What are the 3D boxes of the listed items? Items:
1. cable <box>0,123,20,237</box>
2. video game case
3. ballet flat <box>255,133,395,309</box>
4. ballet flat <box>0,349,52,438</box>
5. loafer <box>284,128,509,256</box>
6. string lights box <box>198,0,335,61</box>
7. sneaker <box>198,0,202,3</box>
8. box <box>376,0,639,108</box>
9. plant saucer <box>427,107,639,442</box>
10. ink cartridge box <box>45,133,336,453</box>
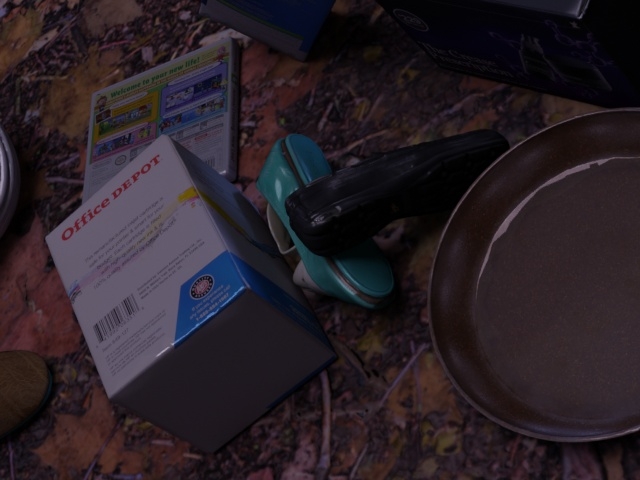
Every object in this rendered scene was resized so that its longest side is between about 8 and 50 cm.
[{"bbox_3d":[-0.497,-0.073,1.608,0.257,0.089,0.257,39,77,2],"label":"cable"},{"bbox_3d":[-0.187,-0.124,1.547,0.212,0.023,0.193,-18,56,27],"label":"video game case"},{"bbox_3d":[0.000,0.000,1.320,0.087,0.083,0.247,-55,43,29],"label":"ballet flat"},{"bbox_3d":[-0.469,0.188,1.497,0.342,0.124,0.116,-17,56,26],"label":"ballet flat"},{"bbox_3d":[0.072,-0.059,1.251,0.223,0.076,0.078,-23,47,-12],"label":"loafer"},{"bbox_3d":[-0.042,-0.281,1.366,0.260,0.133,0.077,134,160,-75],"label":"string lights box"},{"bbox_3d":[-0.155,-0.334,1.603,0.185,0.084,0.069,26,81,42],"label":"sneaker"},{"bbox_3d":[0.188,-0.220,1.232,0.261,0.184,0.103,20,77,41],"label":"box"},{"bbox_3d":[0.240,0.031,1.143,0.310,0.050,0.310,-17,55,27],"label":"plant saucer"},{"bbox_3d":[-0.130,0.052,1.308,0.171,0.168,0.233,-39,49,10],"label":"ink cartridge box"}]
